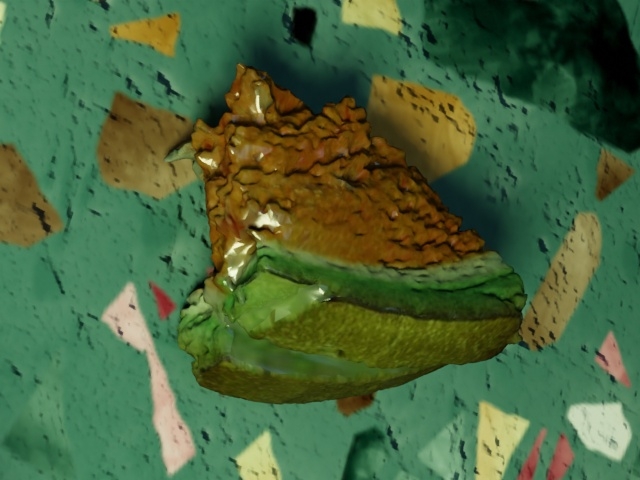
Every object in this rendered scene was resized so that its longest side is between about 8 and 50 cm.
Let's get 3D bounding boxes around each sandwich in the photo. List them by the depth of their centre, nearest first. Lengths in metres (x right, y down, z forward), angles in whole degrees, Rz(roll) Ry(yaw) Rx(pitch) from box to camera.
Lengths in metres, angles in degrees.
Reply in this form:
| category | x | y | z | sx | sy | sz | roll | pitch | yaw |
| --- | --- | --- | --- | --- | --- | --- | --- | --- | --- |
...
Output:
| category | x | y | z | sx | sy | sz | roll | pitch | yaw |
| --- | --- | --- | --- | --- | --- | --- | --- | --- | --- |
| sandwich | 0.008 | 0.002 | 0.993 | 0.184 | 0.109 | 0.160 | 5 | 61 | -32 |
